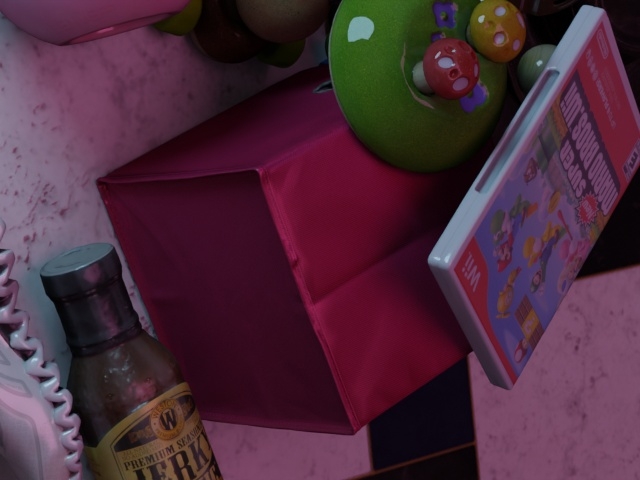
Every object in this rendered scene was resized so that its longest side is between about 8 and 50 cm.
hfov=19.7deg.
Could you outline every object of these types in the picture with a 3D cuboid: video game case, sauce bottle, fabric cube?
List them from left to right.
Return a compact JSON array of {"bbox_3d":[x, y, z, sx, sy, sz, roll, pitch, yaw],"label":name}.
[{"bbox_3d":[-0.161,0.171,1.643,0.111,0.111,0.344,-32,111,-35],"label":"sauce bottle"},{"bbox_3d":[0.000,0.000,1.681,0.258,0.254,0.259,-30,109,-35],"label":"fabric cube"},{"bbox_3d":[0.199,-0.036,1.618,0.285,0.025,0.204,-57,144,-21],"label":"video game case"}]

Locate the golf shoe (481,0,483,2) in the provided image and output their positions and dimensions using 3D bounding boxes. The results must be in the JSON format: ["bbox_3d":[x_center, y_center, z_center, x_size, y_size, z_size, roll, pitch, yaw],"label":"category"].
[{"bbox_3d":[0.121,-0.217,1.786,0.120,0.273,0.105,-36,75,-18],"label":"golf shoe"}]

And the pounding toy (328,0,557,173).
[{"bbox_3d":[0.130,-0.142,1.555,0.237,0.110,0.183,30,67,-29],"label":"pounding toy"}]

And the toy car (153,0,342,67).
[{"bbox_3d":[-0.037,-0.239,1.686,0.155,0.188,0.149,13,83,-39],"label":"toy car"}]

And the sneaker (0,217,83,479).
[{"bbox_3d":[-0.290,0.102,1.547,0.118,0.110,0.292,-26,99,-28],"label":"sneaker"}]

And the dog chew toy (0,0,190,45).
[{"bbox_3d":[-0.213,-0.336,1.540,0.206,0.206,0.332,-18,94,-38],"label":"dog chew toy"}]

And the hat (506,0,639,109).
[{"bbox_3d":[0.337,-0.277,2.034,0.331,0.134,0.331,0,90,-39],"label":"hat"}]

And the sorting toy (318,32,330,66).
[{"bbox_3d":[0.034,-0.171,1.830,0.042,0.061,0.102,-34,135,-35],"label":"sorting toy"}]

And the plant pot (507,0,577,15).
[{"bbox_3d":[0.210,-0.325,1.854,0.167,0.167,0.165,33,36,-35],"label":"plant pot"}]
